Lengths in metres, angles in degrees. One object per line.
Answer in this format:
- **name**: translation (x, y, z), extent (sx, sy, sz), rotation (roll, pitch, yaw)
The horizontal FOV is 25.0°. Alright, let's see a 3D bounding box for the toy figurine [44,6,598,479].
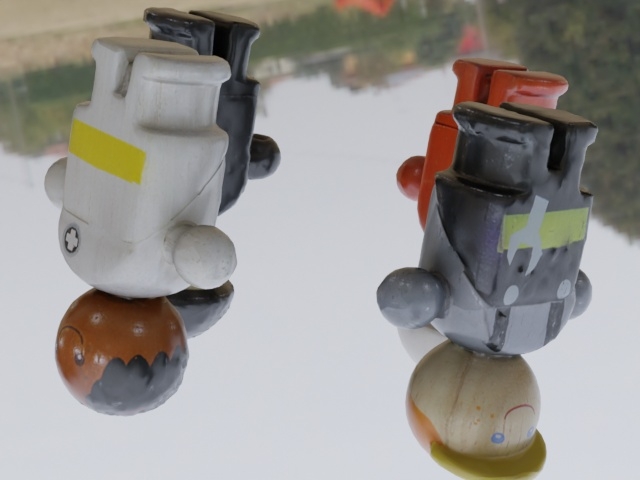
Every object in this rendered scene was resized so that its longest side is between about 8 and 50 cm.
- **toy figurine**: translation (0.000, 0.000, 0.573), extent (0.213, 0.148, 0.209), rotation (10, -166, -1)
